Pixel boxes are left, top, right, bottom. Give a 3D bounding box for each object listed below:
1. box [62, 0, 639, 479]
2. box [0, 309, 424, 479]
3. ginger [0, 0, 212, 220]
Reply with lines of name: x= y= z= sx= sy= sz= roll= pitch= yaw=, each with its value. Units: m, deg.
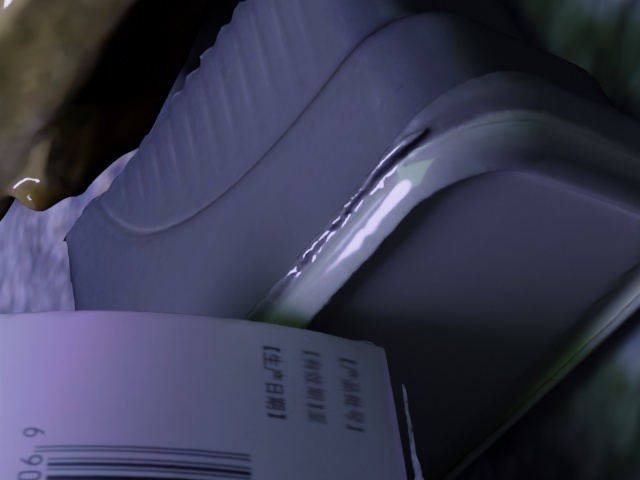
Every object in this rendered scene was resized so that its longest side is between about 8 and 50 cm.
box: x=0.000 y=0.000 z=0.597 sx=0.274 sy=0.138 sz=0.178 roll=-49 pitch=42 yaw=30
box: x=-0.062 y=0.203 z=0.510 sx=0.173 sy=0.145 sz=0.332 roll=-95 pitch=13 yaw=-53
ginger: x=-0.130 y=-0.225 z=0.653 sx=0.358 sy=0.211 sz=0.413 roll=146 pitch=134 yaw=-63
